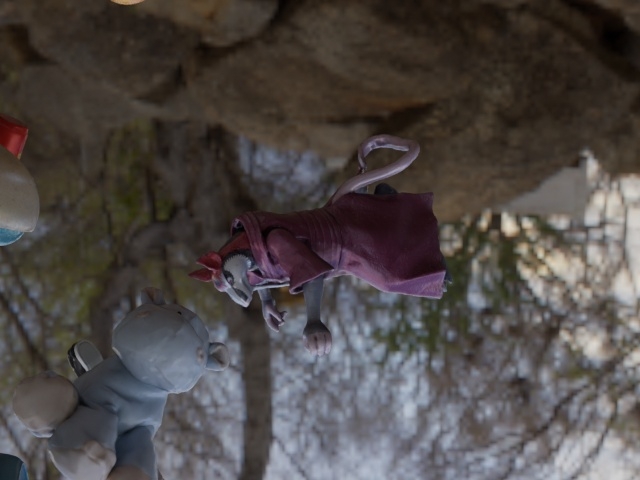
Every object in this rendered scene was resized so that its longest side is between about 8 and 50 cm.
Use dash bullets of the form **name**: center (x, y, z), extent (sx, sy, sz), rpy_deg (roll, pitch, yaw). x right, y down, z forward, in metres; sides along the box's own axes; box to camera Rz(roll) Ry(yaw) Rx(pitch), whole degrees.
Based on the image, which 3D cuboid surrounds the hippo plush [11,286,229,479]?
- **hippo plush**: center (-0.217, 0.204, 1.739), extent (0.236, 0.234, 0.294), rpy_deg (-42, 174, -3)

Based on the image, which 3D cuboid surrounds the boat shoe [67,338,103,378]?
- **boat shoe**: center (-0.320, 0.201, 1.963), extent (0.038, 0.125, 0.046), rpy_deg (-31, -178, 44)

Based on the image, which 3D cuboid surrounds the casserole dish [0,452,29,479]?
- **casserole dish**: center (-0.340, 0.323, 1.540), extent (0.037, 0.188, 0.114), rpy_deg (-7, -159, -3)

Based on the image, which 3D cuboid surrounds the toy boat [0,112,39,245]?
- **toy boat**: center (-0.421, -0.068, 1.542), extent (0.267, 0.148, 0.318), rpy_deg (28, -171, 6)

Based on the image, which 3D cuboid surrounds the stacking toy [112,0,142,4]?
- **stacking toy**: center (-0.088, -0.267, 1.080), extent (0.175, 0.166, 0.302), rpy_deg (-32, -165, 44)

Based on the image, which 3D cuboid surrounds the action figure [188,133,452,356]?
- **action figure**: center (0.000, 0.000, 1.832), extent (0.370, 0.275, 0.248), rpy_deg (-3, -173, -32)
